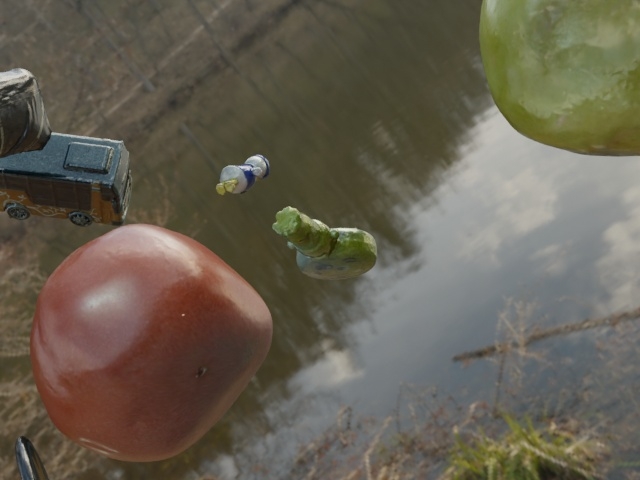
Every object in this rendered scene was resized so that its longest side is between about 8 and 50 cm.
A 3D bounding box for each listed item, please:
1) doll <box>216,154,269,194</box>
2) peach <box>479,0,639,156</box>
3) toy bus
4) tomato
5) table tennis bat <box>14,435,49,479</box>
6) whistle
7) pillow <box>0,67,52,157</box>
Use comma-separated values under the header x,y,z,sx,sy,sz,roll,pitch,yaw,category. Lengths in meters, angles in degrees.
x,y,z,sx,sy,sz,roll,pitch,yaw,category
-0.136,-0.122,1.627,0.099,0.057,0.143,-13,16,34,doll
0.348,-0.236,1.018,0.316,0.281,0.314,9,83,38,peach
-0.527,-0.129,1.813,0.167,0.275,0.138,105,171,-55,toy bus
-0.232,0.151,1.241,0.273,0.341,0.341,19,53,36,tomato
-0.280,0.320,0.957,0.027,0.236,0.150,-22,-2,-16,table tennis bat
0.000,0.000,1.107,0.104,0.198,0.057,-14,66,23,whistle
-0.595,-0.196,1.524,0.093,0.161,0.335,-10,14,33,pillow
